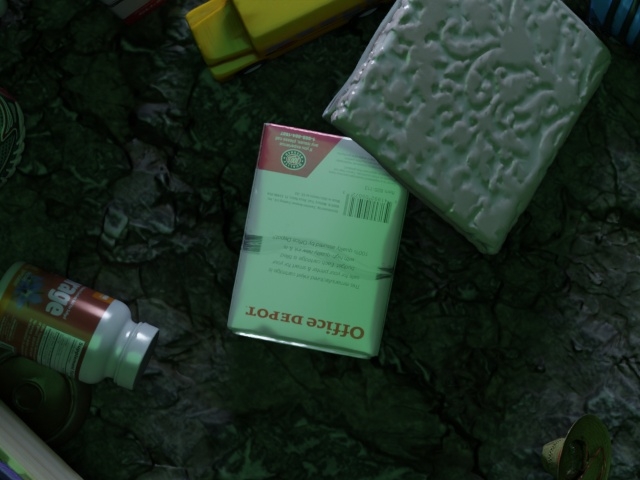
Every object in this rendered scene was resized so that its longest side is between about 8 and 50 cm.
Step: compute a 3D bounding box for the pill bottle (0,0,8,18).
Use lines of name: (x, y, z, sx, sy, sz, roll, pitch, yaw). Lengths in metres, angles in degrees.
pill bottle: (-0.492, -0.324, 1.591, 0.187, 0.112, 0.112, -44, 90, 2)

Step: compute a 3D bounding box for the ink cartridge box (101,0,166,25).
ink cartridge box: (-0.281, -0.405, 1.503, 0.114, 0.273, 0.197, -35, 91, 2)

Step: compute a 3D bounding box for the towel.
towel: (0.200, -0.198, 1.526, 0.317, 0.053, 0.331, 36, 81, -25)

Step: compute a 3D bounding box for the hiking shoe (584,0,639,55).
hiking shoe: (0.432, -0.303, 1.590, 0.132, 0.113, 0.304, -20, 98, 32)

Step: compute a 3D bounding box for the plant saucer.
plant saucer: (-0.407, 0.217, 1.644, 0.169, 0.029, 0.168, 0, 91, 2)

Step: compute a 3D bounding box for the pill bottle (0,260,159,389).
pill bottle: (-0.336, 0.120, 1.593, 0.216, 0.121, 0.121, 23, 92, 0)

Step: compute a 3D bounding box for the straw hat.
straw hat: (0.337, 0.300, 1.606, 0.061, 0.145, 0.144, 7, 92, 42)

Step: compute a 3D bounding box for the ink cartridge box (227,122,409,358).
ink cartridge box: (0.000, 0.000, 1.584, 0.207, 0.117, 0.282, 11, 91, 1)

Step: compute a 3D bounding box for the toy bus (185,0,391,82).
toy bus: (-0.015, -0.331, 1.570, 0.333, 0.130, 0.108, -25, 91, 2)

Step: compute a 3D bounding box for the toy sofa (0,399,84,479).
toy sofa: (-0.391, 0.358, 1.554, 0.150, 0.177, 0.362, -44, 96, 7)

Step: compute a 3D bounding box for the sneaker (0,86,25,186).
sneaker: (-0.510, -0.079, 1.597, 0.121, 0.112, 0.299, 33, 91, 0)
